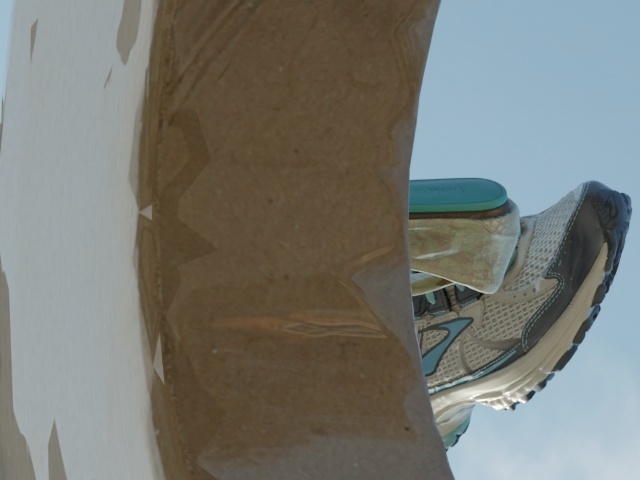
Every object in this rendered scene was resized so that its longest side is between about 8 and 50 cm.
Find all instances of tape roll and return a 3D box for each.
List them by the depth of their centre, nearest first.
[{"bbox_3d":[0.039,-0.015,0.319,0.392,0.072,0.392,-13,-105,59],"label":"tape roll"}]

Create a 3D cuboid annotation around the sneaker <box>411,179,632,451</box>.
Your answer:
[{"bbox_3d":[0.077,0.044,1.116,0.122,0.110,0.283,36,-45,-8],"label":"sneaker"}]

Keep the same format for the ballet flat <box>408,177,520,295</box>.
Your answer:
[{"bbox_3d":[0.000,0.000,0.764,0.168,0.057,0.052,4,-66,-3],"label":"ballet flat"}]
